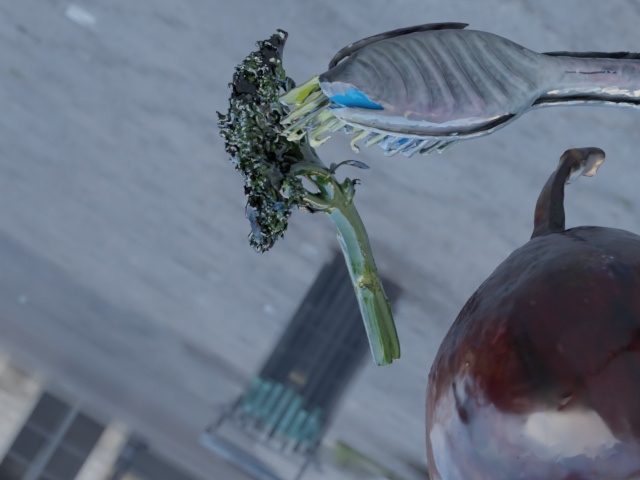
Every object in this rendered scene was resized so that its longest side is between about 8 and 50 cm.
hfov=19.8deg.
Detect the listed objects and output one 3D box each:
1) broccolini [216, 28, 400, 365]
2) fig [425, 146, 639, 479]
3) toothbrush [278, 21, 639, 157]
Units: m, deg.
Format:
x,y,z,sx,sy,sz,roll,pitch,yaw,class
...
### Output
x,y,z,sx,sy,sz,roll,pitch,yaw,class
0.003,0.005,1.149,0.062,0.123,0.271,1,138,28,broccolini
0.108,0.056,0.737,0.149,0.148,0.202,129,121,-73,fig
0.167,-0.050,0.615,0.413,0.035,0.042,-3,167,-34,toothbrush
